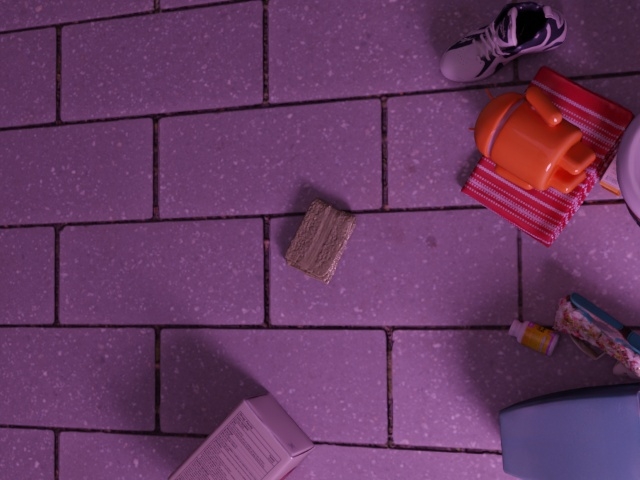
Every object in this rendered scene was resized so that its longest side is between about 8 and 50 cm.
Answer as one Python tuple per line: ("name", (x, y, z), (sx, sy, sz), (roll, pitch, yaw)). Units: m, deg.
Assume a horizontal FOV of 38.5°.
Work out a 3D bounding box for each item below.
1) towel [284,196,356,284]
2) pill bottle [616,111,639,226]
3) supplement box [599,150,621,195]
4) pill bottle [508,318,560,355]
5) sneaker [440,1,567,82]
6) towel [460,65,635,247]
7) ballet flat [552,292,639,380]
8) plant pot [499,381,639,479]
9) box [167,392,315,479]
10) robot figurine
("towel", (0.000, 0.000, 1.773), (0.110, 0.027, 0.148), (27, 98, 21))
("pill bottle", (0.564, -0.094, 1.384), (0.210, 0.363, 0.210), (-1, 86, 21))
("supplement box", (0.519, -0.129, 1.564), (0.036, 0.062, 0.098), (32, 98, 21))
("pill bottle", (0.376, 0.169, 1.612), (0.083, 0.043, 0.043), (23, 95, 20))
("sneaker", (0.310, -0.355, 1.606), (0.235, 0.153, 0.094), (-11, 82, 20))
("towel", (0.402, -0.152, 1.627), (0.199, 0.031, 0.275), (36, 100, 20))
("ballet flat", (0.500, 0.181, 1.552), (0.241, 0.091, 0.077), (38, 117, 25))
("plant pot", (0.427, 0.327, 1.527), (0.234, 0.165, 0.166), (-5, 85, 26))
("box", (-0.151, 0.427, 1.754), (0.232, 0.127, 0.148), (-47, 73, 12))
("robot figurine", (0.356, -0.172, 1.562), (0.219, 0.158, 0.128), (36, 86, 22))
